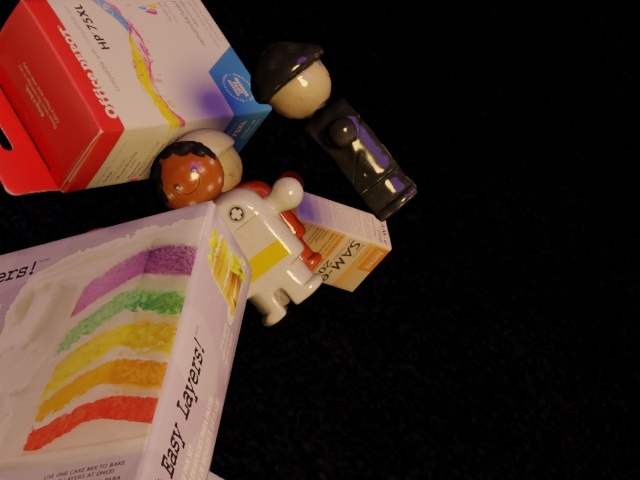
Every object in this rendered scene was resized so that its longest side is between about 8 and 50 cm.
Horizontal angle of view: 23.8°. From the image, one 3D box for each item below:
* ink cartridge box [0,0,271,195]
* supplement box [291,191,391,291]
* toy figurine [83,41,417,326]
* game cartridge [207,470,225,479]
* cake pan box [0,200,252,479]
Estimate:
[{"bbox_3d":[-0.167,-0.119,1.200,0.231,0.078,0.134,-13,63,-47],"label":"ink cartridge box"},{"bbox_3d":[0.000,0.000,1.245,0.098,0.062,0.036,17,43,-28],"label":"supplement box"},{"bbox_3d":[-0.063,-0.020,1.081,0.148,0.213,0.209,50,50,-3],"label":"toy figurine"},{"bbox_3d":[-0.112,0.218,0.941,0.294,0.060,0.196,30,42,-15],"label":"game cartridge"},{"bbox_3d":[-0.181,0.104,0.844,0.246,0.266,0.070,-77,147,-50],"label":"cake pan box"}]
